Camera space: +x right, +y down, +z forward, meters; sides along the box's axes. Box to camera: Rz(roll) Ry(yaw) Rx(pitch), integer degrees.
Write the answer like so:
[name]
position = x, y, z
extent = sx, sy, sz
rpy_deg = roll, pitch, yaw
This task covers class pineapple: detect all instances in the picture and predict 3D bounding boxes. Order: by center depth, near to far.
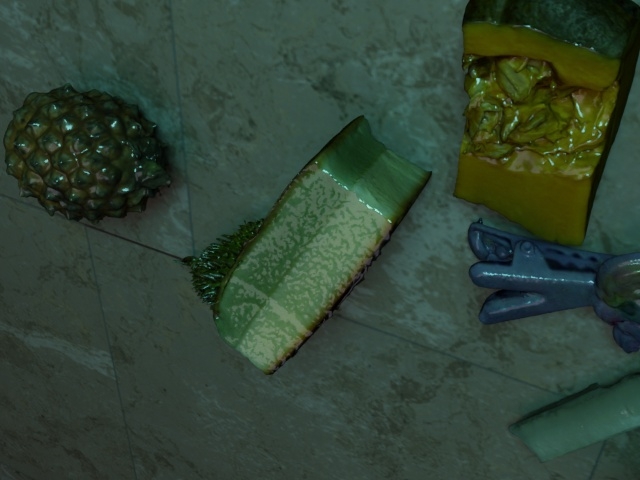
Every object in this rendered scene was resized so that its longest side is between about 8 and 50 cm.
[pineapple]
position = -0.250, -0.091, 0.891
extent = 0.193, 0.166, 0.166
rpy_deg = 17, 131, 21

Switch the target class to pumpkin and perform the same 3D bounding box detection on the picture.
[pumpkin]
position = 0.181, -0.118, 0.637
extent = 0.131, 0.126, 0.248
rpy_deg = 13, 149, 13

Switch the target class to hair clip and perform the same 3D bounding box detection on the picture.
[hair clip]
position = 0.261, 0.047, 0.728
extent = 0.278, 0.090, 0.137
rpy_deg = 9, 137, 27

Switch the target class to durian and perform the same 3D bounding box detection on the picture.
[durian]
position = -0.090, 0.051, 0.946
extent = 0.221, 0.095, 0.137
rpy_deg = -22, 110, 48

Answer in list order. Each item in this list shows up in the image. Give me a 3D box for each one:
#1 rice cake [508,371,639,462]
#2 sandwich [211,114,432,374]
[rice cake]
position = 0.306, 0.173, 0.824
extent = 0.057, 0.052, 0.256
rpy_deg = 46, 134, -3
[sandwich]
position = 0.000, 0.000, 0.783
extent = 0.108, 0.186, 0.220
rpy_deg = 38, 118, 1
